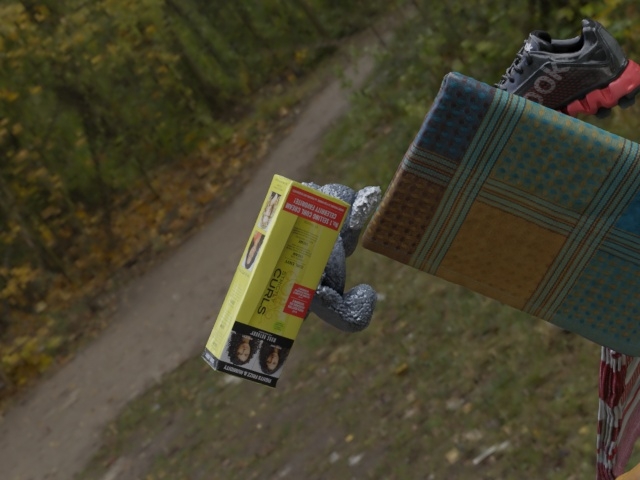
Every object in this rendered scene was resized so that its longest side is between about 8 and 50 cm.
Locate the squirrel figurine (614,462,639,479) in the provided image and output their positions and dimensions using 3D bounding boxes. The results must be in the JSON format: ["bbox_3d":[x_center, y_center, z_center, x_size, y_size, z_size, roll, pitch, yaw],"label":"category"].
[{"bbox_3d":[0.413,0.282,1.078,0.370,0.281,0.397,-38,-16,-42],"label":"squirrel figurine"}]

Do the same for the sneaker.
[{"bbox_3d":[0.263,-0.189,1.404,0.276,0.135,0.097,-26,19,19],"label":"sneaker"}]

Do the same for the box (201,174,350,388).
[{"bbox_3d":[-0.051,0.047,1.272,0.058,0.087,0.232,26,94,64],"label":"box"}]

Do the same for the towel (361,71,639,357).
[{"bbox_3d":[0.261,-0.022,1.239,0.040,0.370,0.271,-74,8,-49],"label":"towel"}]

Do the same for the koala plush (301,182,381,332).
[{"bbox_3d":[0.000,0.000,1.737,0.196,0.203,0.221,6,59,43],"label":"koala plush"}]

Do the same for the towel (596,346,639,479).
[{"bbox_3d":[0.453,0.173,1.561,0.037,0.329,0.237,18,52,28],"label":"towel"}]
